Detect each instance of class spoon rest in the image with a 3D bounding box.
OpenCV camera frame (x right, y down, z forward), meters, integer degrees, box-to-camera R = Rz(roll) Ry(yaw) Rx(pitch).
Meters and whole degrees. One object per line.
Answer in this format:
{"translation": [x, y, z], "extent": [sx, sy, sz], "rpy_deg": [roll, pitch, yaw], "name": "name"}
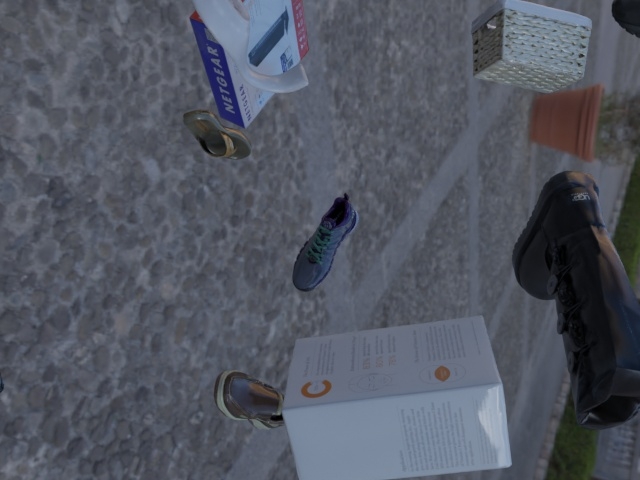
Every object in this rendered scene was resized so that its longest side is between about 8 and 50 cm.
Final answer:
{"translation": [-0.130, -0.329, 1.172], "extent": [0.276, 0.084, 0.137], "rpy_deg": [35, 30, -48], "name": "spoon rest"}

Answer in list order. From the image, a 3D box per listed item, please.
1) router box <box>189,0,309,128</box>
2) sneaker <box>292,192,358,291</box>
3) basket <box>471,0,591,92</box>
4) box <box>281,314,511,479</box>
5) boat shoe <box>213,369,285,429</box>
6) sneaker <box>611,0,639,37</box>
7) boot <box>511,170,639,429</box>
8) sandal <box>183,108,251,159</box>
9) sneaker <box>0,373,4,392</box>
{"translation": [-0.153, -0.483, 1.667], "extent": [0.301, 0.082, 0.335], "rpy_deg": [-56, 160, -22], "name": "router box"}
{"translation": [0.000, 0.000, 1.510], "extent": [0.224, 0.083, 0.098], "rpy_deg": [-60, 160, -16], "name": "sneaker"}
{"translation": [0.341, -0.314, 1.158], "extent": [0.113, 0.167, 0.103], "rpy_deg": [164, -67, -74], "name": "basket"}
{"translation": [0.127, 0.270, 1.203], "extent": [0.215, 0.345, 0.168], "rpy_deg": [-79, 159, -66], "name": "box"}
{"translation": [-0.120, 0.318, 1.414], "extent": [0.257, 0.095, 0.095], "rpy_deg": [48, 41, -60], "name": "boat shoe"}
{"translation": [0.600, -0.379, 1.079], "extent": [0.109, 0.286, 0.130], "rpy_deg": [-63, 149, -41], "name": "sneaker"}
{"translation": [0.491, 0.149, 1.338], "extent": [0.367, 0.146, 0.445], "rpy_deg": [80, 5, -50], "name": "boot"}
{"translation": [-0.188, -0.181, 1.284], "extent": [0.180, 0.072, 0.049], "rpy_deg": [36, 41, -62], "name": "sandal"}
{"translation": [-0.558, 0.250, 1.159], "extent": [0.075, 0.063, 0.170], "rpy_deg": [75, -3, -45], "name": "sneaker"}
